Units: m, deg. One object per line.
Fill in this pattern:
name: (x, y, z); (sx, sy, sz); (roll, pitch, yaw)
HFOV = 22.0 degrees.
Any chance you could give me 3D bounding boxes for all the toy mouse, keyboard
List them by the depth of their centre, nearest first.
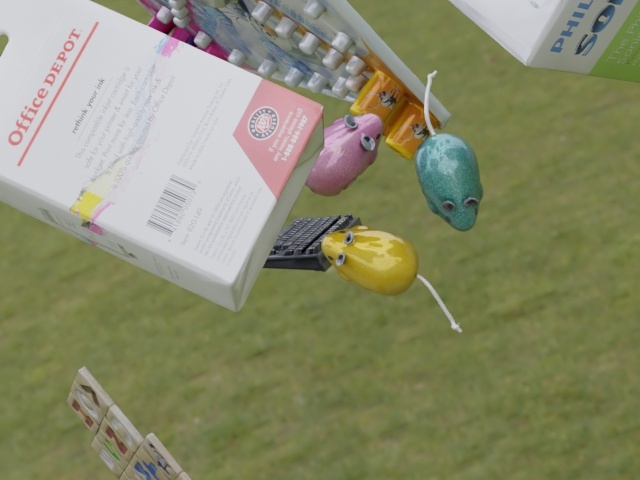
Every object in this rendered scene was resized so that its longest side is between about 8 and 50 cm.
toy mouse: (0.044, -0.041, 1.015); (0.031, 0.161, 0.143); (24, -89, -85)
keyboard: (0.000, 0.000, 1.539); (0.108, 0.023, 0.180); (3, 13, 12)

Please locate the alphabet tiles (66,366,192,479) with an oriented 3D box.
alphabet tiles: (-0.130, 0.210, 1.362); (0.009, 0.237, 0.198); (-38, -6, -21)

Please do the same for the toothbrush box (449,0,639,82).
toothbrush box: (0.206, -0.200, 0.907); (0.283, 0.206, 0.122); (-2, 39, -49)

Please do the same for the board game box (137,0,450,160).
board game box: (-0.131, -0.223, 1.313); (0.390, 0.390, 0.050); (23, 75, 51)

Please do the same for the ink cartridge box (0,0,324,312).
ink cartridge box: (-0.110, -0.057, 0.917); (0.115, 0.198, 0.067); (-63, -7, -14)
